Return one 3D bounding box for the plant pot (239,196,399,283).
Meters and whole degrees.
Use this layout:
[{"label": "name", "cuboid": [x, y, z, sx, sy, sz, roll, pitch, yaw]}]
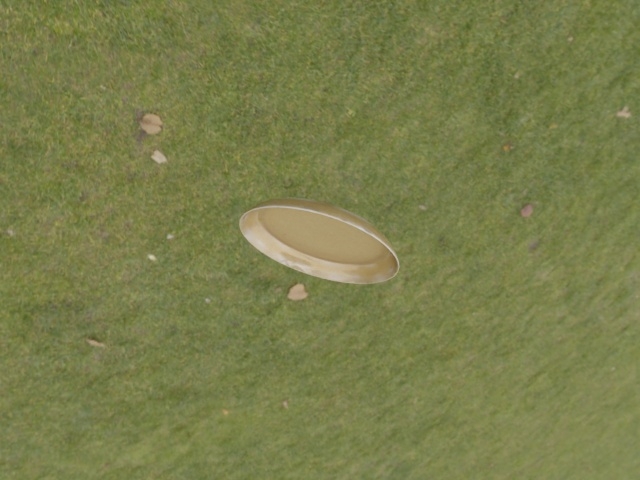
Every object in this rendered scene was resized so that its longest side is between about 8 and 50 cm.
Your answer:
[{"label": "plant pot", "cuboid": [0.000, 0.000, 0.771, 0.236, 0.236, 0.032, 38, 59, -42]}]
